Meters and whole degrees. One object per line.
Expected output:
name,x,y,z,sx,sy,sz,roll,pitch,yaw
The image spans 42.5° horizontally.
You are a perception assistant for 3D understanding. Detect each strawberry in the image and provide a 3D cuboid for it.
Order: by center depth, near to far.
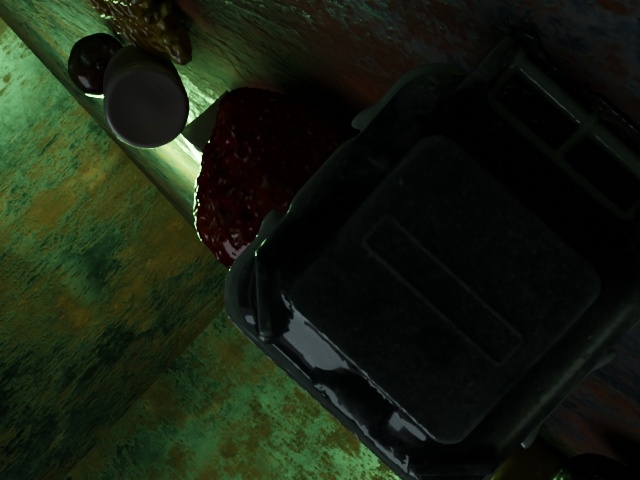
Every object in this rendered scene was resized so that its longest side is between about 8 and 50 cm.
strawberry,-0.045,-0.069,1.026,0.277,0.257,0.257,59,173,9

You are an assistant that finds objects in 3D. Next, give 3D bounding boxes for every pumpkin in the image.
pumpkin,0.447,0.404,1.223,0.237,0.159,0.238,21,163,7

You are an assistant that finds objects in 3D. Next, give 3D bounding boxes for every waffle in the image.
waffle,-0.299,-0.369,1.208,0.309,0.065,0.283,38,172,11

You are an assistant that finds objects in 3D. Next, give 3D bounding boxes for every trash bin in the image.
trash bin,0.114,0.013,0.724,0.256,0.296,0.367,41,-176,4

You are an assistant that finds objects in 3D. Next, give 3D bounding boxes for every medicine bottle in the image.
medicine bottle,-0.291,-0.244,1.353,0.133,0.133,0.250,48,-176,-27

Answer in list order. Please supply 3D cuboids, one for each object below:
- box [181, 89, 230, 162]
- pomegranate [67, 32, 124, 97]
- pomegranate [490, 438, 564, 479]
box,-0.069,-0.089,1.310,0.274,0.116,0.203,37,167,36
pomegranate,-0.447,-0.352,1.694,0.129,0.129,0.159,41,177,10
pomegranate,0.394,0.547,1.653,0.338,0.338,0.338,42,170,9
